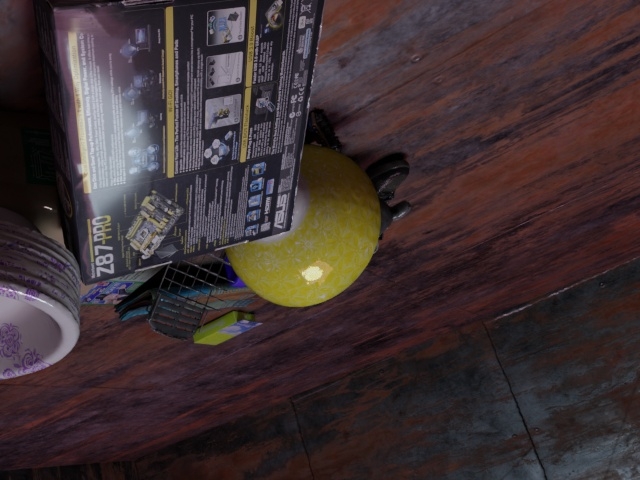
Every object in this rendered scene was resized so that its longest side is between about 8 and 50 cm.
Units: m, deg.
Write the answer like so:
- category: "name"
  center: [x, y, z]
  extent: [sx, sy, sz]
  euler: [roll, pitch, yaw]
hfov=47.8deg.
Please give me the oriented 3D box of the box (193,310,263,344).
- category: "box"
  center: [-0.270, 0.252, 2.093]
  extent: [0.178, 0.042, 0.109]
  euler: [-27, 157, 22]

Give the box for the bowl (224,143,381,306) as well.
- category: "bowl"
  center: [-0.059, -0.046, 1.202]
  extent: [0.290, 0.289, 0.156]
  euler: [-24, 155, 16]

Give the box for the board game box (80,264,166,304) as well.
- category: "board game box"
  center: [-0.435, 0.050, 1.475]
  extent: [0.214, 0.046, 0.317]
  euler: [7, 148, -46]

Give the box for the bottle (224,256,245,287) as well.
- category: "bottle"
  center: [-0.074, 0.044, 1.670]
  extent: [0.283, 0.092, 0.118]
  euler: [-6, 161, -26]

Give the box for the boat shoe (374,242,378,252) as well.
- category: "boat shoe"
  center: [0.000, 0.000, 1.581]
  extent: [0.302, 0.109, 0.094]
  euler: [-1, 169, -43]

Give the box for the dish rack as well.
- category: "dish rack"
  center: [-0.236, 0.072, 1.441]
  extent: [0.074, 0.271, 0.208]
  euler: [18, 172, 26]

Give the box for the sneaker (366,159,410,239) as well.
- category: "sneaker"
  center: [0.116, -0.069, 1.497]
  extent: [0.087, 0.130, 0.227]
  euler: [2, 149, -44]

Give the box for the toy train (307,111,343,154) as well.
- category: "toy train"
  center: [0.006, -0.184, 1.271]
  extent: [0.036, 0.027, 0.158]
  euler: [-9, 161, 12]

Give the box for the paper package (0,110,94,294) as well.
- category: "paper package"
  center: [-0.466, -0.044, 1.063]
  extent: [0.325, 0.168, 0.309]
  euler: [2, 152, -38]

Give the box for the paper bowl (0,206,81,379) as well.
- category: "paper bowl"
  center: [-0.441, 0.056, 0.879]
  extent: [0.284, 0.148, 0.284]
  euler: [-7, 150, -4]

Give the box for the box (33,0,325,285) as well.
- category: "box"
  center: [-0.168, -0.143, 0.908]
  extent: [0.318, 0.097, 0.394]
  euler: [-18, 139, -28]

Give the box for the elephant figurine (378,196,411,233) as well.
- category: "elephant figurine"
  center: [0.008, -0.081, 1.365]
  extent: [0.169, 0.239, 0.186]
  euler: [-40, 177, 41]

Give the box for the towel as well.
- category: "towel"
  center: [-0.278, 0.142, 1.752]
  extent: [0.370, 0.040, 0.271]
  euler: [-2, 168, -34]
